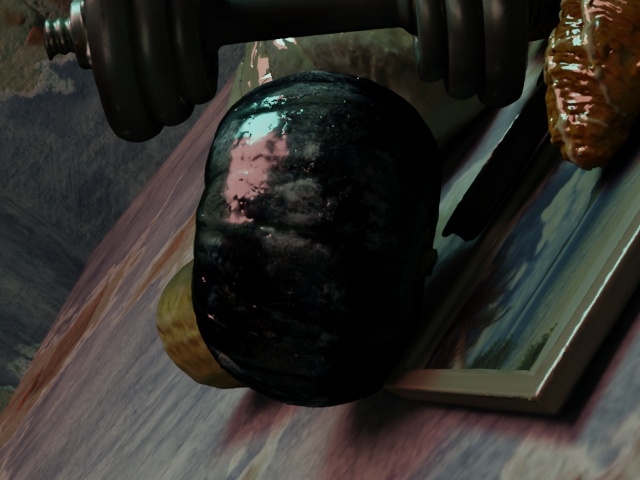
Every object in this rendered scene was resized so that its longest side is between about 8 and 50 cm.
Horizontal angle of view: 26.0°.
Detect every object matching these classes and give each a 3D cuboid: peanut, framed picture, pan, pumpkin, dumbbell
[{"bbox_3d":[-0.061,0.065,1.212,0.129,0.129,0.224,-58,22,-21],"label":"peanut"},{"bbox_3d":[0.165,-0.032,0.831,0.315,0.024,0.232,-56,11,-14],"label":"framed picture"},{"bbox_3d":[0.152,-0.089,0.985,0.235,0.028,0.136,-56,-5,-36],"label":"pan"},{"bbox_3d":[0.000,0.000,0.953,0.233,0.163,0.233,5,-90,-83],"label":"pumpkin"},{"bbox_3d":[-0.009,-0.175,1.052,0.179,0.406,0.179,-6,-90,-87],"label":"dumbbell"}]

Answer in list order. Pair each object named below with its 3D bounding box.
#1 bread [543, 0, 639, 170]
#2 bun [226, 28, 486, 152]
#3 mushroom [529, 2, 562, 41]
[{"bbox_3d":[0.190,-0.145,0.837,0.233,0.076,0.105,-60,11,-25],"label":"bread"},{"bbox_3d":[0.036,-0.160,1.265,0.281,0.205,0.281,-50,14,17],"label":"bun"},{"bbox_3d":[0.185,-0.223,1.148,0.126,0.085,0.109,-62,12,0],"label":"mushroom"}]
